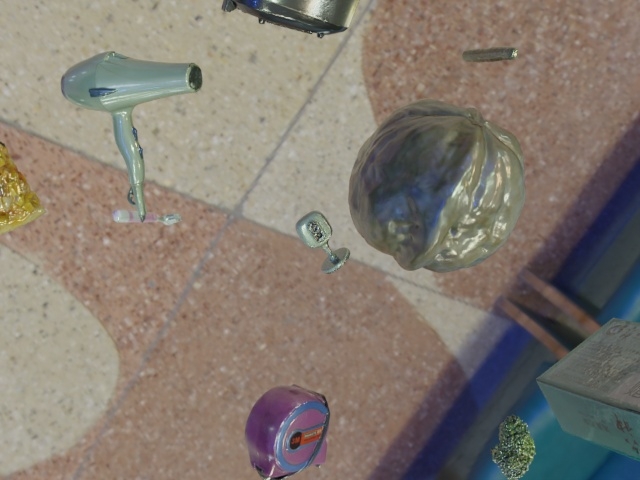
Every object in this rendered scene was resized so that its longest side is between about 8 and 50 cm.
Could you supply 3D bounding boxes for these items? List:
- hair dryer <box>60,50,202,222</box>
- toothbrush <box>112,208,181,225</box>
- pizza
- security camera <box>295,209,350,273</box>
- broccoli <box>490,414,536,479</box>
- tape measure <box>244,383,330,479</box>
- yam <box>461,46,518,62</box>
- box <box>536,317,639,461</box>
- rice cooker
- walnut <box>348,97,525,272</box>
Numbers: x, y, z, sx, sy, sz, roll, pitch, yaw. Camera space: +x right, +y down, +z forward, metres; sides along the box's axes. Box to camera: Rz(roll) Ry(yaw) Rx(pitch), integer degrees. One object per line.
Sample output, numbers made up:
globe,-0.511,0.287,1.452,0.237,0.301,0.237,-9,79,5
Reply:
hair dryer,-0.187,-0.121,1.053,0.067,0.167,0.199,-49,121,-53
toothbrush,-0.265,-0.036,1.471,0.025,0.020,0.286,-14,178,8
pizza,-0.389,-0.058,1.100,0.178,0.041,0.131,12,107,-55
security camera,0.000,0.000,1.444,0.058,0.058,0.092,-42,112,-6
broccoli,0.336,0.360,1.651,0.097,0.092,0.095,45,105,-6
tape measure,-0.044,0.256,1.254,0.118,0.074,0.125,-4,105,-48
yam,0.237,-0.260,1.321,0.021,0.116,0.021,-5,101,-26
box,0.403,0.184,1.152,0.153,0.245,0.092,-34,104,-16
rice cooker,-0.031,-0.285,1.036,0.165,0.112,0.106,4,114,-26
walnut,0.141,-0.060,1.157,0.224,0.224,0.224,-22,134,-26
